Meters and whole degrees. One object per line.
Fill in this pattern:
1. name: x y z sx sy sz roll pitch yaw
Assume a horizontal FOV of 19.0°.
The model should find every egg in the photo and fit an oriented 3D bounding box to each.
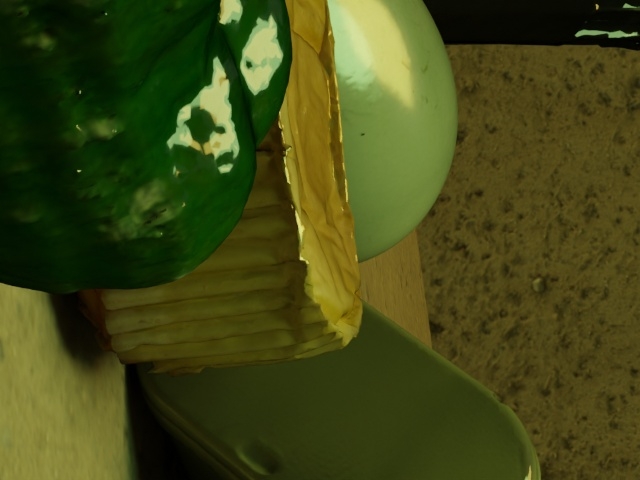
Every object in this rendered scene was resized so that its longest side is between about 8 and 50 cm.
1. egg: -0.017 -0.094 1.135 0.264 0.183 0.182 63 18 -45

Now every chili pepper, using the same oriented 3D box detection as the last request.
1. chili pepper: -0.104 -0.138 0.534 0.385 0.168 0.213 72 10 -50

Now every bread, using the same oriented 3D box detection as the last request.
1. bread: -0.060 -0.059 0.933 0.179 0.133 0.250 32 49 -80

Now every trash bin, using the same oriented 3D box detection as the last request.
1. trash bin: 0.021 0.151 1.064 0.243 0.121 0.247 35 -24 31

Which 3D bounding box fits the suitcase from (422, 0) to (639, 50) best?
1. suitcase: 0.166 -0.290 1.826 0.283 0.434 0.194 111 -24 -78
